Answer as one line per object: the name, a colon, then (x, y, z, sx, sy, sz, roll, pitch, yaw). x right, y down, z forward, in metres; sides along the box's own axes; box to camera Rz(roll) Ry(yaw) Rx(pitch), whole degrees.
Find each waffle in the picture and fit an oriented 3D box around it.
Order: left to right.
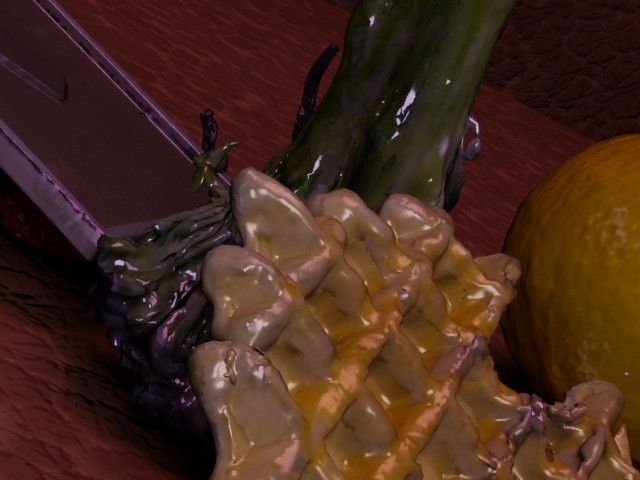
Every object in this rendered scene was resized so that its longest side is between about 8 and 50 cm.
waffle: (0.045, 0.095, 0.747, 0.250, 0.056, 0.261, 18, 57, -40)

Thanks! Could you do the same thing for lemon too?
lemon: (0.235, 0.042, 1.242, 0.233, 0.234, 0.288, 23, 6, -27)

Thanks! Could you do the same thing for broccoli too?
broccoli: (0.013, -0.036, 0.865, 0.165, 0.304, 0.145, 34, 15, 11)

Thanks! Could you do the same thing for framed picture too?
framed picture: (-0.171, -0.103, 1.030, 0.289, 0.020, 0.211, 46, 17, 11)

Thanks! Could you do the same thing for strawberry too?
strawberry: (-0.132, -0.013, 1.056, 0.152, 0.048, 0.104, 23, 9, -44)

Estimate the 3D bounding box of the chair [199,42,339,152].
chair: (0.000, 0.000, 1.215, 0.174, 0.149, 0.213, 26, 55, -29)
